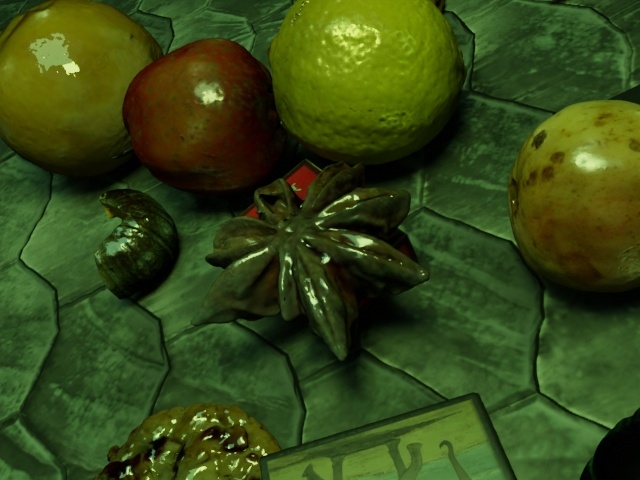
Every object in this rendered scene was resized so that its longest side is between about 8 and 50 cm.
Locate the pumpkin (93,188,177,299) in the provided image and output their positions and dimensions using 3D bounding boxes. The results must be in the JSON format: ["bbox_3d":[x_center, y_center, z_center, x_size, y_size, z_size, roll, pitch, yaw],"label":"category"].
[{"bbox_3d":[-0.279,-0.008,1.105,0.108,0.119,0.183,-21,52,11],"label":"pumpkin"}]

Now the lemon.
[{"bbox_3d":[0.062,-0.241,1.026,0.293,0.293,0.293,-14,48,16],"label":"lemon"}]

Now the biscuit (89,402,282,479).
[{"bbox_3d":[-0.179,0.334,0.800,0.289,0.081,0.334,-7,49,20],"label":"biscuit"}]

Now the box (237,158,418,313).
[{"bbox_3d":[0.000,0.000,0.993,0.153,0.074,0.240,-44,47,-6],"label":"box"}]

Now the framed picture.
[{"bbox_3d":[0.092,0.328,0.685,0.265,0.016,0.347,-16,47,0],"label":"framed picture"}]

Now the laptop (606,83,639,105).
[{"bbox_3d":[0.482,-0.183,0.949,0.180,0.016,0.129,-27,45,5],"label":"laptop"}]

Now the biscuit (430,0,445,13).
[{"bbox_3d":[0.117,-0.421,1.291,0.221,0.066,0.220,-14,51,18],"label":"biscuit"}]

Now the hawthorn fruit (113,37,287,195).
[{"bbox_3d":[-0.202,-0.172,1.121,0.300,0.254,0.254,-21,47,14],"label":"hawthorn fruit"}]

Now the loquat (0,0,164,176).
[{"bbox_3d":[-0.431,-0.271,1.267,0.328,0.328,0.328,-14,48,16],"label":"loquat"}]

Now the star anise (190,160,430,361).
[{"bbox_3d":[-0.017,0.023,0.869,0.315,0.108,0.315,-11,53,16],"label":"star anise"}]

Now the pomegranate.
[{"bbox_3d":[0.318,-0.047,0.790,0.215,0.215,0.215,-14,48,16],"label":"pomegranate"}]

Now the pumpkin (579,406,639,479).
[{"bbox_3d":[0.335,0.224,0.562,0.248,0.248,0.248,-14,48,16],"label":"pumpkin"}]
